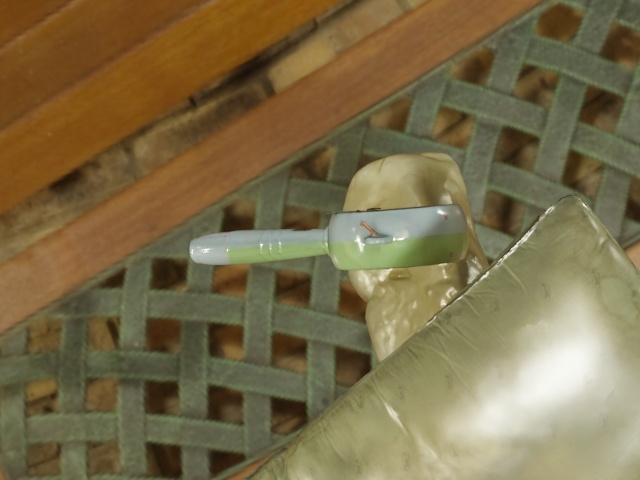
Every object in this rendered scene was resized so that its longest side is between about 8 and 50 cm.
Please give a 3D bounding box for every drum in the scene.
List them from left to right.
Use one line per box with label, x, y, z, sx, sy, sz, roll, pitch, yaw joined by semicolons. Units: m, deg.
drum;0.014;-0.002;0.860;0.253;0.049;0.130;-3;-177;42

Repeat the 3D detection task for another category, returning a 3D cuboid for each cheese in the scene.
cheese;0.109;0.025;1.075;0.093;0.263;0.159;2;152;-41

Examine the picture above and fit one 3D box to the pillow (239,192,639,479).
pillow;0.089;0.138;0.559;0.302;0.185;0.075;-42;-178;10
